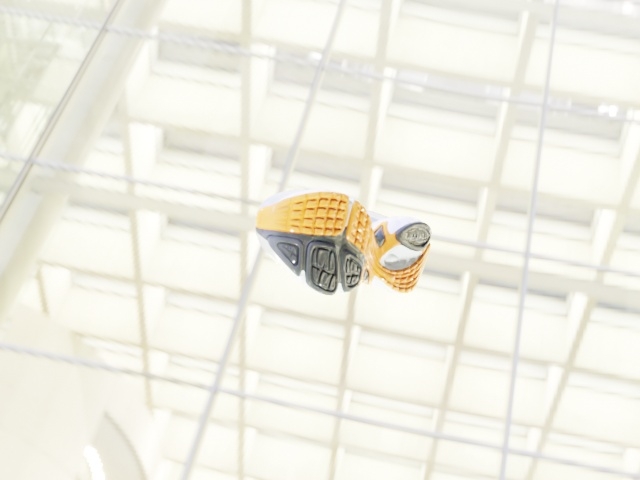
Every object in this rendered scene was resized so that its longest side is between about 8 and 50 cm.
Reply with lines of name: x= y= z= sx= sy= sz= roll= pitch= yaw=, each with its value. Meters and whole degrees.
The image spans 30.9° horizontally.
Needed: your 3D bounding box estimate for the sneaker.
sneaker: x=0.000 y=0.000 z=1.157 sx=0.121 sy=0.099 sz=0.262 roll=15 pitch=-1 yaw=34
